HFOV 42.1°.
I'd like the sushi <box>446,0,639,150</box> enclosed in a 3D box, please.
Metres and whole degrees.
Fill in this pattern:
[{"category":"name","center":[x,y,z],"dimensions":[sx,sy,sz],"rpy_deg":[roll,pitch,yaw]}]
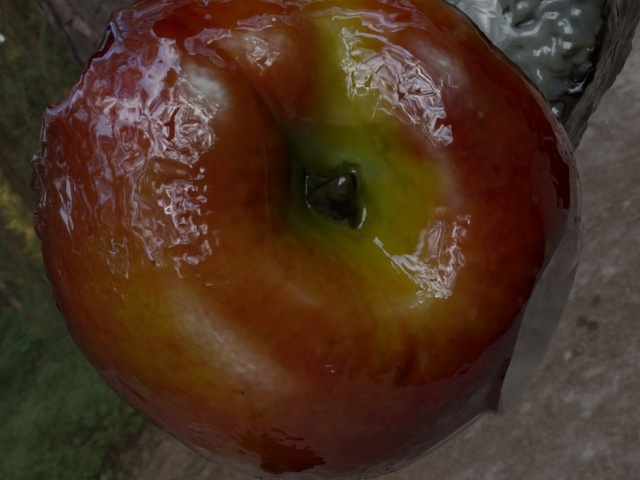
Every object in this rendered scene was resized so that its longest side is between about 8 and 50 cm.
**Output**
[{"category":"sushi","center":[0.170,-0.167,0.849],"dimensions":[0.207,0.234,0.348],"rpy_deg":[-32,-26,-51]}]

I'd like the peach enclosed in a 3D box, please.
[{"category":"peach","center":[0.013,0.001,0.573],"dimensions":[0.335,0.310,0.406],"rpy_deg":[-64,-18,-14]}]
